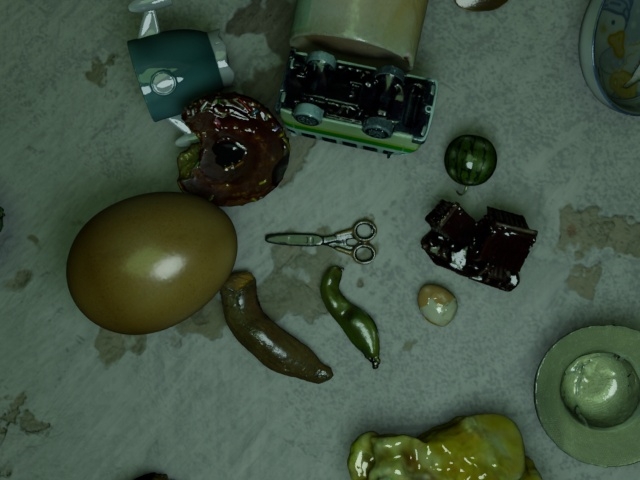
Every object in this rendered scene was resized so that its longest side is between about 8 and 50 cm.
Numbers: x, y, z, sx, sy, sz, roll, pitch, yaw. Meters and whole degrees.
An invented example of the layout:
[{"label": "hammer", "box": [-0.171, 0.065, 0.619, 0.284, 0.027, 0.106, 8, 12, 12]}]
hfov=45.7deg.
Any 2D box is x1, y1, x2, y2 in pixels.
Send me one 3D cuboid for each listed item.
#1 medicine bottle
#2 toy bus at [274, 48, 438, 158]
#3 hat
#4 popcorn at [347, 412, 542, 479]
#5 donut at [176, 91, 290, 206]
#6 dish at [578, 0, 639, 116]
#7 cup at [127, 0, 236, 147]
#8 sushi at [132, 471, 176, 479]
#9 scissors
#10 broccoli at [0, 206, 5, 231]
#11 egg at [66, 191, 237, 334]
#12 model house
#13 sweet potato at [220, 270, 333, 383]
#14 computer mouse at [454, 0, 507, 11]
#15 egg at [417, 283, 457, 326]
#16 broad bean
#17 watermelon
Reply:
[{"label": "medicine bottle", "box": [0.096, -0.525, 1.364, 0.236, 0.236, 0.406, 13, 90, 5]}, {"label": "toy bus", "box": [0.067, -0.244, 1.406, 0.276, 0.164, 0.133, 14, 77, 4]}, {"label": "hat", "box": [0.506, 0.270, 1.386, 0.257, 0.130, 0.257, 0, 90, 4]}, {"label": "popcorn", "box": [0.230, 0.470, 1.372, 0.334, 0.293, 0.292, -9, 49, -22]}, {"label": "donut", "box": [-0.166, -0.177, 1.423, 0.216, 0.096, 0.230, -5, 125, -6]}, {"label": "dish", "box": [0.554, -0.371, 1.383, 0.273, 0.134, 0.273, -8, 109, -23]}, {"label": "cup", "box": [-0.258, -0.325, 1.441, 0.173, 0.167, 0.299, -18, 115, -5]}, {"label": "sushi", "box": [-0.334, 0.560, 1.430, 0.213, 0.200, 0.204, 34, 97, 3]}, {"label": "scissors", "box": [0.000, 0.000, 1.486, 0.220, 0.017, 0.088, 2, 94, 5]}, {"label": "broccoli", "box": [-0.746, -0.020, 1.436, 0.270, 0.270, 0.270, -7, 67, 17]}, {"label": "egg", "box": [-0.306, 0.038, 1.395, 0.322, 0.250, 0.250, -23, 88, 8]}, {"label": "model house", "box": [0.285, 0.005, 1.390, 0.203, 0.164, 0.141, 14, 86, 7]}, {"label": "sweet potato", "box": [-0.093, 0.179, 1.461, 0.286, 0.085, 0.112, 43, 89, 3]}, {"label": "computer mouse", "box": [0.303, -0.559, 1.439, 0.126, 0.056, 0.245, 0, 89, 4]}, {"label": "egg", "box": [0.220, 0.121, 1.441, 0.083, 0.071, 0.071, 43, 94, 7]}, {"label": "broad bean", "box": [0.061, 0.150, 1.466, 0.070, 0.048, 0.213, -28, 85, 5]}, {"label": "watermelon", "box": [0.280, -0.146, 1.420, 0.109, 0.109, 0.109, 0, 90, 5]}]
